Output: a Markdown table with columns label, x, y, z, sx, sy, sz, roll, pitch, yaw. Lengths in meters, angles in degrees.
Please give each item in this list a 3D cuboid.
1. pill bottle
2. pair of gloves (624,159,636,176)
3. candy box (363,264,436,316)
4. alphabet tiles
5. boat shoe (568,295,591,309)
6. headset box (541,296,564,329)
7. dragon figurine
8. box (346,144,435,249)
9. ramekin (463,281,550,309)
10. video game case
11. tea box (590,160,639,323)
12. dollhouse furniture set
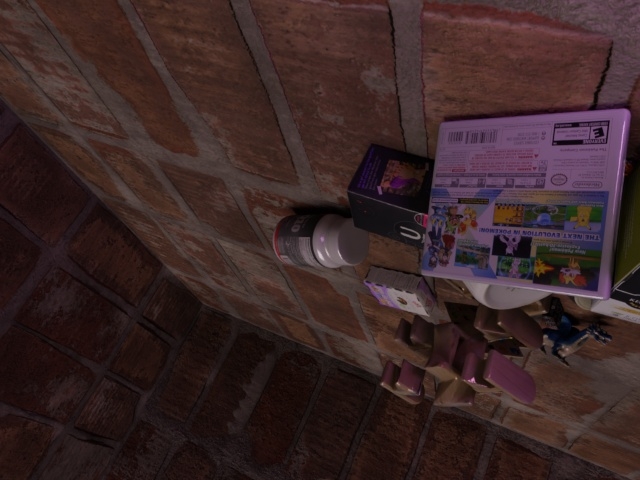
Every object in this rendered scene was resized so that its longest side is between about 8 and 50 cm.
| label | x | y | z | sx | sy | sz | roll | pitch | yaw |
| --- | --- | --- | --- | --- | --- | --- | --- | --- | --- |
| pill bottle | 0.000 | 0.000 | 1.633 | 0.283 | 0.161 | 0.161 | 1 | 146 | 47 |
| pair of gloves | 0.531 | -0.118 | 0.971 | 0.074 | 0.010 | 0.083 | 37 | 157 | -22 |
| candy box | 0.268 | 0.169 | 1.820 | 0.196 | 0.070 | 0.165 | 11 | 153 | 36 |
| alphabet tiles | 0.501 | 0.267 | 1.622 | 0.237 | 0.198 | 0.009 | 9 | 126 | -14 |
| boat shoe | 0.604 | 0.091 | 1.290 | 0.233 | 0.084 | 0.079 | 33 | -166 | -31 |
| headset box | 0.637 | 0.201 | 1.481 | 0.032 | 0.062 | 0.083 | 9 | 152 | 39 |
| dragon figurine | 0.674 | 0.260 | 1.536 | 0.085 | 0.144 | 0.289 | 37 | 175 | -27 |
| box | 0.214 | -0.085 | 1.226 | 0.270 | 0.143 | 0.165 | 19 | 156 | 20 |
| ramekin | 0.403 | 0.030 | 1.100 | 0.272 | 0.127 | 0.273 | -12 | 143 | -9 |
| video game case | 0.341 | -0.068 | 0.946 | 0.329 | 0.300 | 0.036 | 6 | 178 | 41 |
| tea box | 0.635 | 0.003 | 0.805 | 0.328 | 0.220 | 0.323 | 15 | 157 | 11 |
| dollhouse furniture set | 0.407 | 0.247 | 1.377 | 0.256 | 0.394 | 0.362 | 35 | 149 | -19 |
